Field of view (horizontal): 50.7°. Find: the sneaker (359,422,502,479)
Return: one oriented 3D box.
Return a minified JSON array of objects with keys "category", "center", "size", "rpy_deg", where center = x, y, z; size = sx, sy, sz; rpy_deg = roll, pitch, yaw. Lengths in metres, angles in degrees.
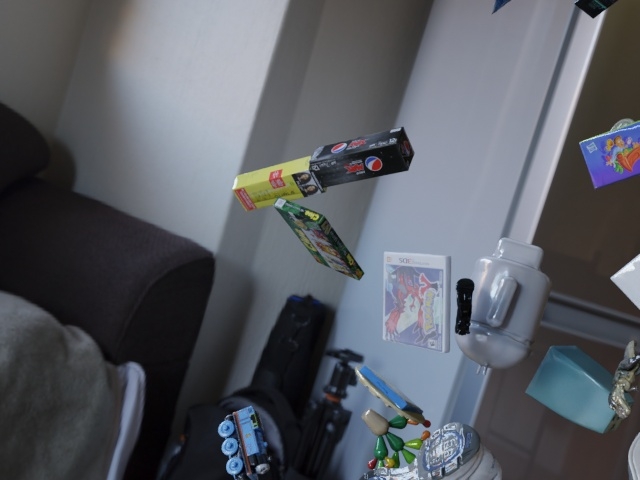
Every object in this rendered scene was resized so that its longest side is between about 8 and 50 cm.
[{"category":"sneaker","center":[0.161,0.416,1.088],"size":[0.129,0.297,0.111],"rpy_deg":[43,26,-23]}]

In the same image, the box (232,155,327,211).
[{"category":"box","center":[-0.102,-0.144,1.714],"size":[0.232,0.058,0.087],"rpy_deg":[-11,-48,22]}]

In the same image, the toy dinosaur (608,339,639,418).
[{"category":"toy dinosaur","center":[0.692,0.269,1.479],"size":[0.064,0.118,0.268],"rpy_deg":[39,44,9]}]

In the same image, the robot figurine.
[{"category":"robot figurine","center":[0.466,0.177,1.735],"size":[0.199,0.353,0.300],"rpy_deg":[17,-9,21]}]

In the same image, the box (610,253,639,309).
[{"category":"box","center":[0.557,0.082,1.096],"size":[0.130,0.091,0.170],"rpy_deg":[52,19,20]}]

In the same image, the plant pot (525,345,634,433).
[{"category":"plant pot","center":[0.759,0.437,1.947],"size":[0.165,0.165,0.234],"rpy_deg":[9,21,-43]}]

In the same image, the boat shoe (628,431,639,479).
[{"category":"boat shoe","center":[0.602,0.452,1.190],"size":[0.112,0.095,0.335],"rpy_deg":[-2,25,31]}]

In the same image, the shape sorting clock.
[{"category":"shape sorting clock","center":[0.164,0.369,1.617],"size":[0.206,0.040,0.206],"rpy_deg":[39,0,0]}]

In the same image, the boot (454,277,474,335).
[{"category":"boot","center":[0.345,0.161,1.625],"size":[0.045,0.099,0.121],"rpy_deg":[3,33,11]}]

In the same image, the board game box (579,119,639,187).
[{"category":"board game box","center":[0.576,-0.162,1.155],"size":[0.233,0.078,0.347],"rpy_deg":[-19,-4,22]}]

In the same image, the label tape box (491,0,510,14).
[{"category":"label tape box","center":[0.322,-0.558,1.066],"size":[0.115,0.348,0.249],"rpy_deg":[26,-33,27]}]

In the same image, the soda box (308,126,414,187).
[{"category":"soda box","center":[0.069,-0.139,1.146],"size":[0.169,0.053,0.060],"rpy_deg":[-8,-53,30]}]

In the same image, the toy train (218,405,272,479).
[{"category":"toy train","center":[-0.182,0.500,1.645],"size":[0.080,0.105,0.184],"rpy_deg":[68,0,-51]}]

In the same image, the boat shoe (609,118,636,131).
[{"category":"boat shoe","center":[0.757,-0.206,1.579],"size":[0.103,0.113,0.302],"rpy_deg":[25,19,-6]}]

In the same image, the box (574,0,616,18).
[{"category":"box","center":[0.539,-0.477,1.287],"size":[0.052,0.062,0.083],"rpy_deg":[34,-18,-7]}]

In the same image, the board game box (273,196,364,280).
[{"category":"board game box","center":[0.000,0.000,1.535],"size":[0.136,0.030,0.260],"rpy_deg":[26,-17,36]}]

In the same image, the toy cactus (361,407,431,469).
[{"category":"toy cactus","center":[0.179,0.504,1.741],"size":[0.180,0.219,0.112],"rpy_deg":[45,-25,-2]}]

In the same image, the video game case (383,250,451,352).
[{"category":"video game case","center":[0.204,0.128,1.452],"size":[0.023,0.201,0.183],"rpy_deg":[-2,3,-38]}]
